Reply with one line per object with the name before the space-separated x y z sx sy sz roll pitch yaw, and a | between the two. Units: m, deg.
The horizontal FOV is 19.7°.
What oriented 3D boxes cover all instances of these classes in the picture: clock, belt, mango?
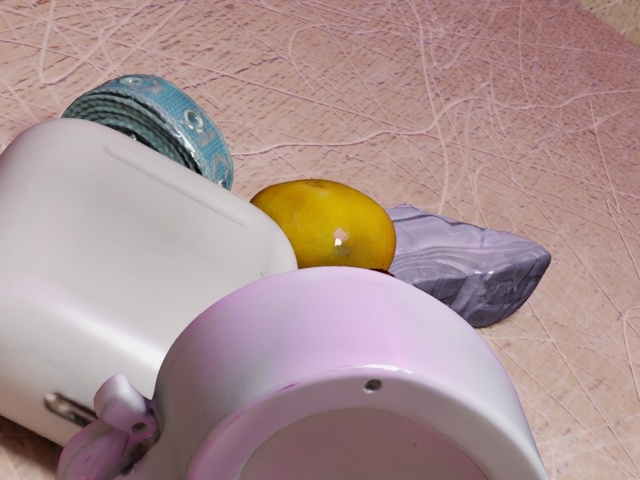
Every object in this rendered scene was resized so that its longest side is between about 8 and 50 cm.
clock | -0.012 0.175 1.274 0.338 0.338 0.102 16 34 -29
belt | -0.165 -0.076 1.717 0.163 0.147 0.082 10 25 20
mango | 0.000 0.000 1.737 0.145 0.112 0.219 10 4 -11

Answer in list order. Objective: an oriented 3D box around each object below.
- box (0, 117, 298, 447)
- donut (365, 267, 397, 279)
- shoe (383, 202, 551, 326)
box | -0.163 0.046 1.518 0.289 0.141 0.349 27 29 -9
donut | 0.030 0.109 1.624 0.184 0.073 0.166 -51 127 -58
shoe | 0.129 0.015 1.923 0.245 0.095 0.137 -5 48 -41
